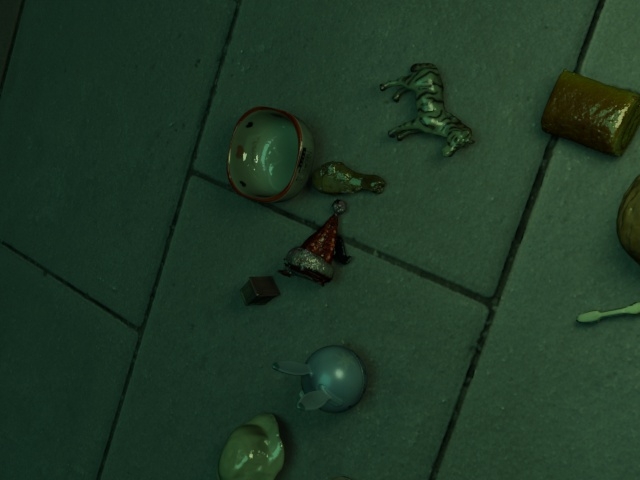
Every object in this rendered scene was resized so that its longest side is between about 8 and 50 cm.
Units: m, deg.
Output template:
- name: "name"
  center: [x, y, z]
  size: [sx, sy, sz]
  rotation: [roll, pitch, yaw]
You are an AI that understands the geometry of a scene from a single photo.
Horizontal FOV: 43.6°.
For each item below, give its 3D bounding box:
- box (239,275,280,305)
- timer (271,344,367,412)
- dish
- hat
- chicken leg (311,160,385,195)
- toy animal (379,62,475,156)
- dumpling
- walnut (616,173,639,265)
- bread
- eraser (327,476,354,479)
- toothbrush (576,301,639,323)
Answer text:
- name: "box"
  center: [-0.161, 0.132, 2.074]
  size: [0.063, 0.084, 0.060]
  rotation: [-40, 66, 32]
- name: "timer"
  center: [-0.005, 0.338, 1.856]
  size: [0.175, 0.255, 0.175]
  rotation: [23, 120, 45]
- name: "dish"
  center: [-0.112, -0.213, 2.045]
  size: [0.256, 0.117, 0.256]
  rotation: [-3, 85, 34]
- name: "hat"
  center: [0.000, 0.001, 1.975]
  size: [0.140, 0.129, 0.227]
  rotation: [13, 75, 59]
- name: "chicken leg"
  center: [0.067, -0.147, 1.948]
  size: [0.197, 0.069, 0.085]
  rotation: [10, 93, 28]
- name: "toy animal"
  center: [0.233, -0.282, 1.833]
  size: [0.170, 0.089, 0.255]
  rotation: [-33, 71, 24]
- name: "dumpling"
  center: [-0.176, 0.559, 2.024]
  size: [0.162, 0.132, 0.250]
  rotation: [28, 87, 42]
- name: "walnut"
  center: [0.640, -0.041, 1.457]
  size: [0.213, 0.213, 0.213]
  rotation: [-3, 84, 35]
- name: "bread"
  center: [0.542, -0.251, 1.596]
  size: [0.172, 0.103, 0.132]
  rotation: [29, 103, 34]
- name: "eraser"
  center: [0.061, 0.679, 1.883]
  size: [0.124, 0.068, 0.210]
  rotation: [12, 94, 34]
- name: "toothbrush"
  center: [0.640, 0.127, 1.543]
  size: [0.294, 0.028, 0.026]
  rotation: [-16, 79, 33]
